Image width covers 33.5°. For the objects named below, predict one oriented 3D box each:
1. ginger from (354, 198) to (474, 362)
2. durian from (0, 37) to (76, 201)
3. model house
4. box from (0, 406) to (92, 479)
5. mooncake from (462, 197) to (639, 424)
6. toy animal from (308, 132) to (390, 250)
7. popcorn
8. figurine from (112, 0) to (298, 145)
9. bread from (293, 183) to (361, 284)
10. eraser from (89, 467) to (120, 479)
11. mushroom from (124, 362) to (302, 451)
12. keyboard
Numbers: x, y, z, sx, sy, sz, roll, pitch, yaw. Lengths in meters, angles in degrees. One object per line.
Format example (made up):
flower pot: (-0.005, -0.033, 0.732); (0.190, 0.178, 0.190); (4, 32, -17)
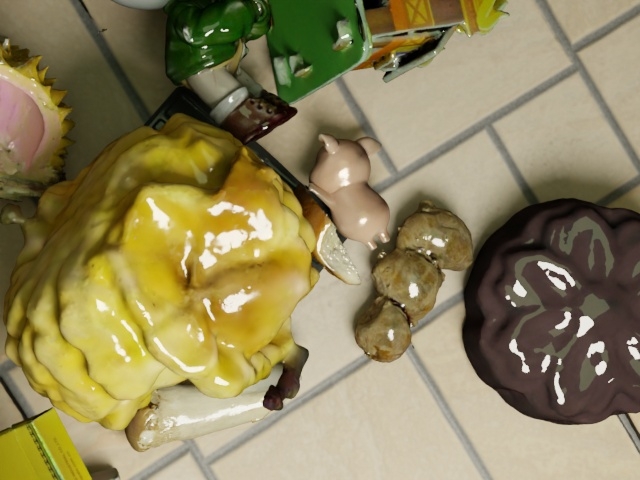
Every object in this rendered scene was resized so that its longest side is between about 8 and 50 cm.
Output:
ginger: (0.108, 0.053, 1.278); (0.104, 0.080, 0.204); (37, 78, -12)
durian: (-0.411, -0.186, 1.157); (0.305, 0.185, 0.195); (11, 43, -17)
model house: (0.079, -0.371, 1.266); (0.313, 0.242, 0.357); (-14, 87, -28)
box: (-0.346, 0.287, 1.105); (0.279, 0.041, 0.153); (-26, 92, 28)
mooncake: (0.315, 0.087, 1.289); (0.283, 0.141, 0.283); (1, 86, -9)
toy animal: (0.040, -0.060, 1.268); (0.089, 0.083, 0.150); (-21, 92, 17)
popcorn: (-0.144, 0.053, 1.124); (0.382, 0.349, 0.349); (40, 79, -28)
figurine: (-0.153, -0.279, 1.176); (0.167, 0.281, 0.370); (-29, 95, 19)
bread: (0.000, 0.000, 1.221); (0.044, 0.129, 0.126); (-34, 105, -5)
eraser: (-0.249, 0.410, 1.175); (0.130, 0.086, 0.287); (-15, 89, -11)
mushroom: (-0.125, 0.184, 1.230); (0.209, 0.071, 0.084); (-10, 53, -16)
keyboard: (-0.132, -0.100, 1.267); (0.381, 0.041, 0.103); (42, 78, -12)
